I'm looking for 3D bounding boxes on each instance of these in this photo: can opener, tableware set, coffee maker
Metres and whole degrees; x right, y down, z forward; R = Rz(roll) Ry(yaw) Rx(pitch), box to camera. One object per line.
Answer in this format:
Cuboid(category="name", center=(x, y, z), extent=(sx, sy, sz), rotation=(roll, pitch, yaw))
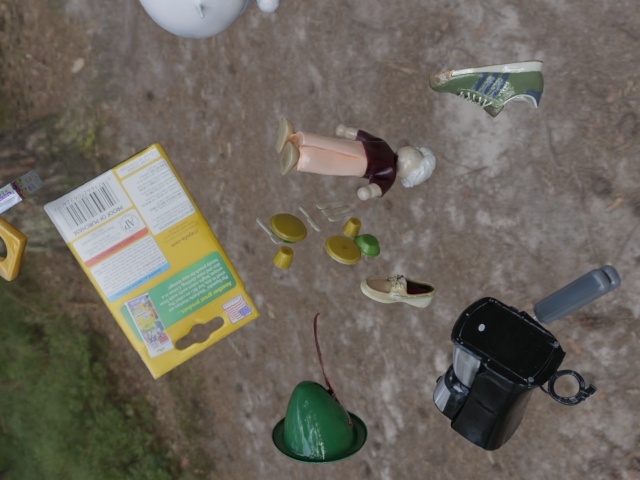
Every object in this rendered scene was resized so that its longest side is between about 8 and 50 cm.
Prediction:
Cuboid(category="can opener", center=(0.446, 0.141, 1.367), extent=(0.093, 0.074, 0.280), rotation=(60, 138, 19))
Cuboid(category="tableware set", center=(0.000, 0.000, 0.896), extent=(0.104, 0.154, 0.024), rotation=(49, 132, 26))
Cuboid(category="coffee maker", center=(0.231, 0.189, 0.930), extent=(0.171, 0.120, 0.178), rotation=(56, 157, 35))

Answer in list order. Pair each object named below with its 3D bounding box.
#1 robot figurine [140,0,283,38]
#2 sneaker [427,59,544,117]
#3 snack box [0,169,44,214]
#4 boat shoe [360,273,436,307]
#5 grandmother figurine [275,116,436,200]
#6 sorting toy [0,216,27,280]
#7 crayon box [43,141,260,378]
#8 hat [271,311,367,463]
Cuboid(category="robot figurine", center=(-0.200, -0.480, 1.281), extent=(0.299, 0.353, 0.200), rotation=(19, 127, 2))
Cuboid(category="sneaker", center=(0.280, -0.248, 1.223), extent=(0.064, 0.192, 0.086), rotation=(-76, -21, -83))
Cuboid(category="snack box", center=(-0.549, -0.061, 1.233), extent=(0.037, 0.141, 0.100), rotation=(58, -170, -17))
Cuboid(category="boat shoe", center=(0.136, 0.080, 1.260), extent=(0.045, 0.135, 0.050), rotation=(118, 152, -42))
Cuboid(category="grandmother figurine", center=(0.086, -0.169, 1.518), extent=(0.104, 0.342, 0.208), rotation=(127, 140, -55))
Cuboid(category="sorting toy", center=(-0.456, -0.066, 0.754), extent=(0.347, 0.047, 0.196), rotation=(25, 123, 13))
Cuboid(category="crayon box", center=(-0.266, 0.031, 1.183), extent=(0.323, 0.203, 0.083), rotation=(60, 173, -9))
Cuboid(category="hat", center=(-0.013, 0.268, 1.316), extent=(0.208, 0.173, 0.184), rotation=(24, 123, 54))
